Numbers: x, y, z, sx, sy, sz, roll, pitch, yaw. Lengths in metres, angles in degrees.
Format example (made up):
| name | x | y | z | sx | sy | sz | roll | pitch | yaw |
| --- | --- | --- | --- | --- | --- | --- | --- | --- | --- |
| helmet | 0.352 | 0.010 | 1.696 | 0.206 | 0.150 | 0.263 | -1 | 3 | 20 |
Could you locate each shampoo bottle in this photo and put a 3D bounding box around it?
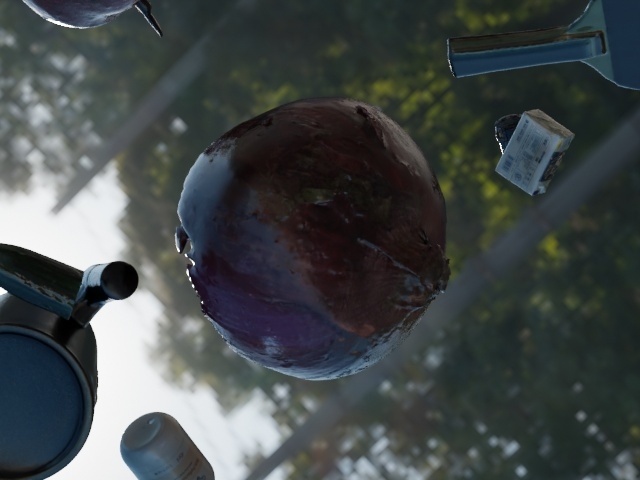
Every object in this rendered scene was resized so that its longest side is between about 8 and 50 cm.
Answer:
| name | x | y | z | sx | sy | sz | roll | pitch | yaw |
| --- | --- | --- | --- | --- | --- | --- | --- | --- | --- |
| shampoo bottle | -0.147 | 0.271 | 2.048 | 0.192 | 0.074 | 0.074 | 58 | -178 | -33 |

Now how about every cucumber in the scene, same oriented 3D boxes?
| name | x | y | z | sx | sy | sz | roll | pitch | yaw |
| --- | --- | --- | --- | --- | --- | --- | --- | --- | --- |
| cucumber | -0.262 | 0.032 | 1.677 | 0.105 | 0.048 | 0.048 | 24 | -163 | -20 |

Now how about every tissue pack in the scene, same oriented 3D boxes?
| name | x | y | z | sx | sy | sz | roll | pitch | yaw |
| --- | --- | --- | --- | --- | --- | --- | --- | --- | --- |
| tissue pack | 0.250 | -0.103 | 2.175 | 0.062 | 0.083 | 0.042 | 38 | -151 | 27 |

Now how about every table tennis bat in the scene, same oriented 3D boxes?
| name | x | y | z | sx | sy | sz | roll | pitch | yaw |
| --- | --- | --- | --- | --- | --- | --- | --- | --- | --- |
| table tennis bat | 0.252 | -0.162 | 1.482 | 0.173 | 0.301 | 0.022 | 65 | -159 | -58 |

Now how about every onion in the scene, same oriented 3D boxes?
| name | x | y | z | sx | sy | sz | roll | pitch | yaw |
| --- | --- | --- | --- | --- | --- | --- | --- | --- | --- |
| onion | 0.000 | 0.000 | 1.756 | 0.276 | 0.276 | 0.276 | 44 | -170 | -10 |

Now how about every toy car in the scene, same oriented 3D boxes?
| name | x | y | z | sx | sy | sz | roll | pitch | yaw |
| --- | --- | --- | --- | --- | --- | --- | --- | --- | --- |
| toy car | 0.241 | -0.109 | 2.284 | 0.025 | 0.041 | 0.093 | -70 | -34 | -69 |

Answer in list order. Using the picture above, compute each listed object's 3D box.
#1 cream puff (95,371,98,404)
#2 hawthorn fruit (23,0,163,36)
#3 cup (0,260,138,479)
| name | x | y | z | sx | sy | sz | roll | pitch | yaw |
| --- | --- | --- | --- | --- | --- | --- | --- | --- | --- |
| cream puff | -0.338 | 0.165 | 2.242 | 0.149 | 0.149 | 0.084 | 44 | 146 | -12 |
| hawthorn fruit | -0.266 | -0.365 | 2.256 | 0.300 | 0.254 | 0.254 | 55 | -175 | -24 |
| cup | -0.266 | 0.125 | 1.873 | 0.177 | 0.239 | 0.166 | -92 | -20 | -77 |
